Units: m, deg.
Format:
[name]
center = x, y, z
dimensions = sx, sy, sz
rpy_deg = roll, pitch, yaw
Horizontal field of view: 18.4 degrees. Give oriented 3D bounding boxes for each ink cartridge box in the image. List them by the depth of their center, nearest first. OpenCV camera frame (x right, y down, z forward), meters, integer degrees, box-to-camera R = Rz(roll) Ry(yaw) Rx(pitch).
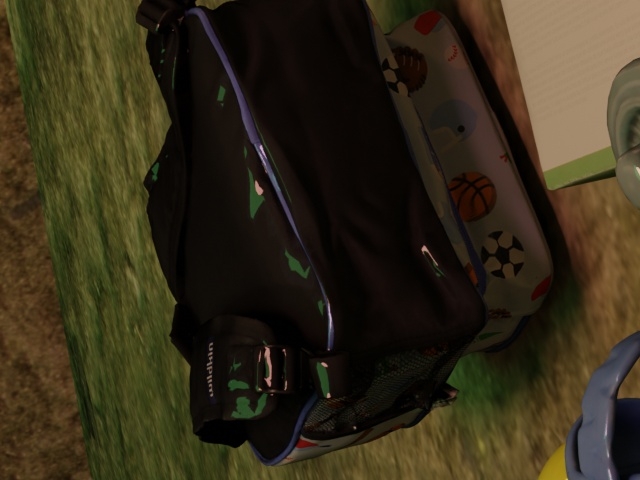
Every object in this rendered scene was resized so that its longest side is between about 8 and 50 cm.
[ink cartridge box]
center = 0.122, -0.149, 0.880
dimensions = 0.171, 0.056, 0.235
rpy_deg = 156, 100, -73

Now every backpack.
[backpack]
center = 0.000, 0.000, 1.162
dimensions = 0.263, 0.213, 0.276
rpy_deg = 122, 136, -59

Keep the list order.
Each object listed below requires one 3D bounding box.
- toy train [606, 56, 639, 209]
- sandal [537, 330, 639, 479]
[toy train]
center = 0.205, -0.033, 0.592
dimensions = 0.190, 0.142, 0.334
rpy_deg = 59, 161, 14
[sandal]
center = 0.188, 0.145, 0.845
dimensions = 0.317, 0.126, 0.138
rpy_deg = -129, 34, -49
